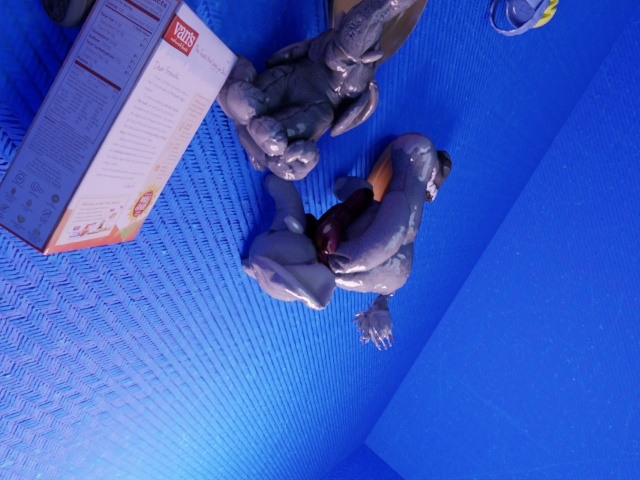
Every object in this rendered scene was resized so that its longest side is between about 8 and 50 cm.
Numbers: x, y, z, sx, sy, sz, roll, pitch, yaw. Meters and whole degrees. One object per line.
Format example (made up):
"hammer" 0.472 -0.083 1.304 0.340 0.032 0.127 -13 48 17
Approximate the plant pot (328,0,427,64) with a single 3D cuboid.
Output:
"plant pot" 0.086 -0.360 0.702 0.236 0.032 0.236 -39 149 -28

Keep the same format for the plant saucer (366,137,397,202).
"plant saucer" 0.137 -0.114 1.037 0.200 0.037 0.200 -51 161 -25

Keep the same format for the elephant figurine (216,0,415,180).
"elephant figurine" 0.007 -0.192 0.612 0.239 0.186 0.169 -40 130 -9

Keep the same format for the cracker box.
"cracker box" -0.180 -0.106 0.465 0.232 0.067 0.156 -57 177 7

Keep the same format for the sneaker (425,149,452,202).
"sneaker" 0.255 -0.178 1.158 0.106 0.078 0.234 -54 158 -7

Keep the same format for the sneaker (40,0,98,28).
"sneaker" -0.160 -0.252 0.379 0.071 0.066 0.188 -16 135 -53

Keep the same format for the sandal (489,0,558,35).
"sandal" 0.401 -0.514 0.950 0.138 0.126 0.317 -42 151 -15

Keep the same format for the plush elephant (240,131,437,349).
"plush elephant" 0.000 0.000 0.789 0.256 0.272 0.329 7 83 -22
